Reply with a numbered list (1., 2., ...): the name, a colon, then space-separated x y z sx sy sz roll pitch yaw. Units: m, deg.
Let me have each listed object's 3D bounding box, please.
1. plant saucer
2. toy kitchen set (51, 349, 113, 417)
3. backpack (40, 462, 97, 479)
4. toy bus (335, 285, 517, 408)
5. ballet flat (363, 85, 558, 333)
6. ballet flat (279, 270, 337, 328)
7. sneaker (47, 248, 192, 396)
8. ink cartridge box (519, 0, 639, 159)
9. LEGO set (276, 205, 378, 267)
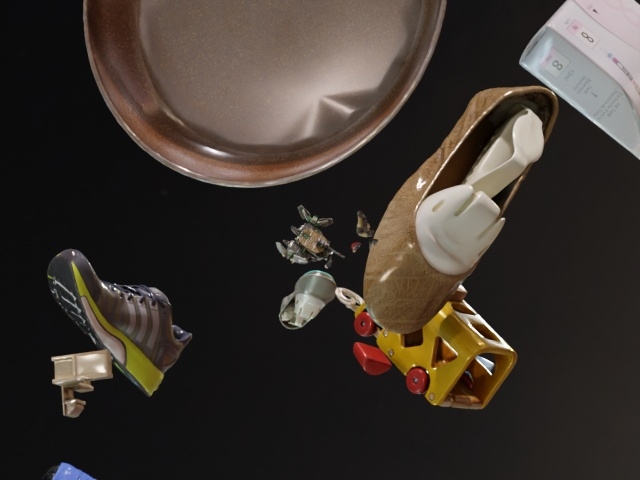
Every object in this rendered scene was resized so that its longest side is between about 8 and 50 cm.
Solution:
1. plant saucer: -0.042 -0.193 1.110 0.310 0.311 0.050 -65 -21 4
2. toy kitchen set: -0.284 0.181 1.735 0.083 0.075 0.068 43 -140 -70
3. backpack: -0.307 0.329 1.696 0.120 0.101 0.098 118 175 -54
4. toy bus: 0.124 0.095 1.545 0.104 0.202 0.191 -57 7 18
5. ballet flat: 0.161 -0.049 1.464 0.124 0.116 0.342 -25 23 54
6. ballet flat: -0.023 0.112 2.433 0.213 0.072 0.068 132 157 -68
7. sneaker: -0.292 0.099 2.034 0.121 0.111 0.300 -47 -41 -15
8. ink cartridge box: 0.316 -0.145 1.334 0.066 0.232 0.189 -57 -6 35
9. LEGO set: 0.002 0.002 1.052 0.083 0.054 0.023 6 -35 -20
